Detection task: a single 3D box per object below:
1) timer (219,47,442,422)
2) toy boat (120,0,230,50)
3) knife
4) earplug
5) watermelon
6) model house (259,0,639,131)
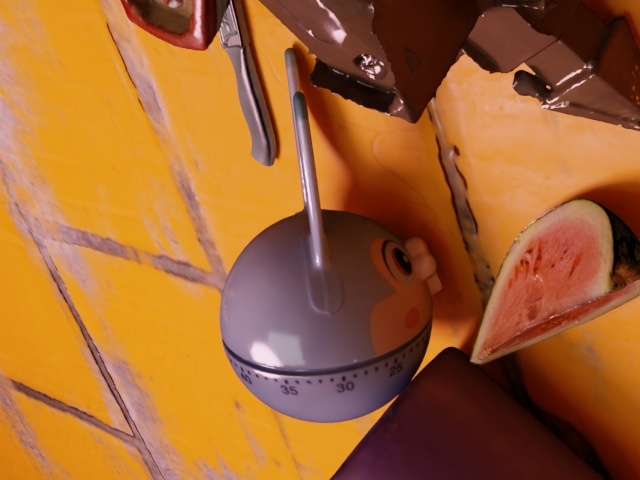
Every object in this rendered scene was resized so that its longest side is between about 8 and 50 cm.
[{"bbox_3d":[0.017,0.011,0.917,0.175,0.175,0.255,29,113,30],"label":"timer"},{"bbox_3d":[-0.118,-0.303,0.779,0.136,0.079,0.392,27,140,36],"label":"toy boat"},{"bbox_3d":[-0.062,-0.143,0.947,0.028,0.015,0.210,27,142,42],"label":"knife"},{"bbox_3d":[0.203,0.293,0.907,0.456,0.215,0.215,38,147,13],"label":"earplug"},{"bbox_3d":[0.165,0.029,0.798,0.069,0.087,0.163,23,154,-15],"label":"watermelon"},{"bbox_3d":[0.088,-0.122,0.671,0.248,0.176,0.181,38,150,-11],"label":"model house"}]
